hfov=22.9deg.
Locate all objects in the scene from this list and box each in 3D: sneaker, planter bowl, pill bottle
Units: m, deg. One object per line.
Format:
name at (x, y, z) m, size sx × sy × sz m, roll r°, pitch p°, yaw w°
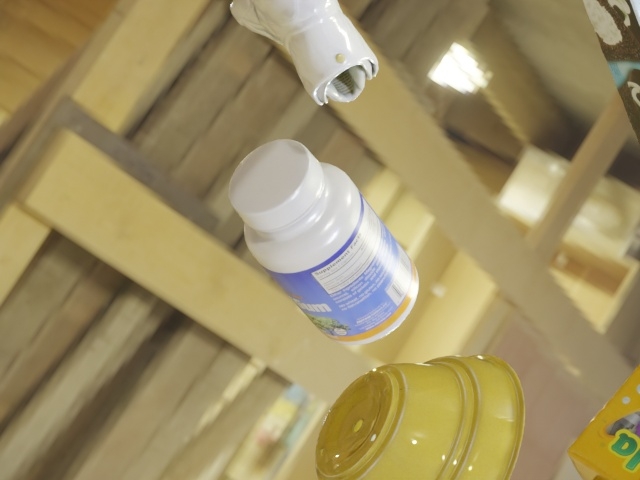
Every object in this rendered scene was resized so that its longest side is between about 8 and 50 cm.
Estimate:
sneaker at (-0.017, -0.226, 1.809) m, size 0.169 × 0.108 × 0.292 m, roll 61°, pitch -2°, yaw -3°
planter bowl at (0.059, 0.169, 1.293) m, size 0.090 × 0.217 × 0.217 m, roll 33°, pitch -6°, yaw -23°
pill bottle at (0.000, 0.000, 1.947) m, size 0.152 × 0.152 × 0.272 m, roll 26°, pitch -17°, yaw 44°

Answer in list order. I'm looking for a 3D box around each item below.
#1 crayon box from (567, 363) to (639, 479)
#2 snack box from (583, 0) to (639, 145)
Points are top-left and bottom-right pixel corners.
crayon box at (0.375, 0.177, 1.434) m, size 0.203 × 0.323 × 0.083 m, roll 33°, pitch -15°, yaw 38°
snack box at (0.258, -0.220, 1.086) m, size 0.060 × 0.187 × 0.322 m, roll 13°, pitch -48°, yaw 62°
